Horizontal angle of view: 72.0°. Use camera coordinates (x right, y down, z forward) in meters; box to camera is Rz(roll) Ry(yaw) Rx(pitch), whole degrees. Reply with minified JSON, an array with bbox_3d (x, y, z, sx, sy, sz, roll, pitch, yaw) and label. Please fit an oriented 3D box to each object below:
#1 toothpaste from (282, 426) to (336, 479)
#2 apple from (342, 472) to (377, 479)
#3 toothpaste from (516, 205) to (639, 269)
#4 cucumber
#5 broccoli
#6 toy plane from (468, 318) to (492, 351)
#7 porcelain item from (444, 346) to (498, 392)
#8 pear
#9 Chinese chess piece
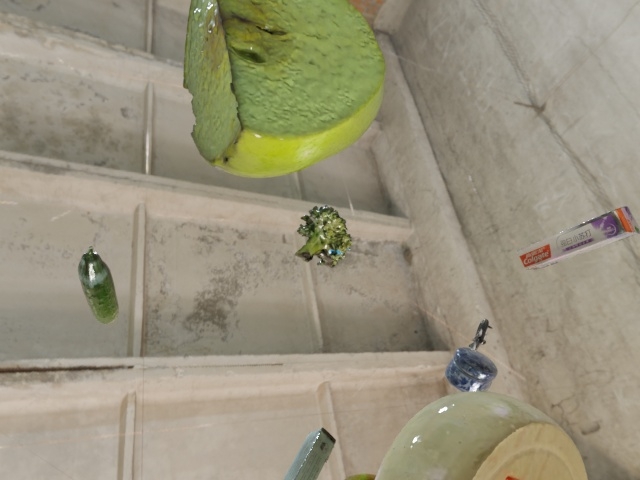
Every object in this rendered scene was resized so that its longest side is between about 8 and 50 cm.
[{"bbox_3d":[-0.061,0.662,1.211,0.071,0.089,0.313,44,-141,-2],"label":"toothpaste"},{"bbox_3d":[0.123,0.714,1.080,0.246,0.246,0.227,7,-94,-20],"label":"apple"},{"bbox_3d":[0.418,0.003,0.729,0.040,0.196,0.047,-14,-104,-26],"label":"toothpaste"},{"bbox_3d":[-0.419,0.095,0.831,0.056,0.250,0.056,7,-132,-7],"label":"cucumber"},{"bbox_3d":[0.000,0.000,1.113,0.154,0.167,0.160,37,-126,4],"label":"broccoli"},{"bbox_3d":[0.378,0.225,1.038,0.031,0.083,0.078,29,180,36],"label":"toy plane"},{"bbox_3d":[0.506,0.437,1.479,0.147,0.114,0.147,19,-161,-7],"label":"porcelain item"},{"bbox_3d":[-0.041,-0.216,0.595,0.292,0.159,0.293,8,-112,-20],"label":"pear"},{"bbox_3d":[0.169,0.295,0.456,0.273,0.102,0.274,-1,-89,-33],"label":"Chinese chess piece"}]
